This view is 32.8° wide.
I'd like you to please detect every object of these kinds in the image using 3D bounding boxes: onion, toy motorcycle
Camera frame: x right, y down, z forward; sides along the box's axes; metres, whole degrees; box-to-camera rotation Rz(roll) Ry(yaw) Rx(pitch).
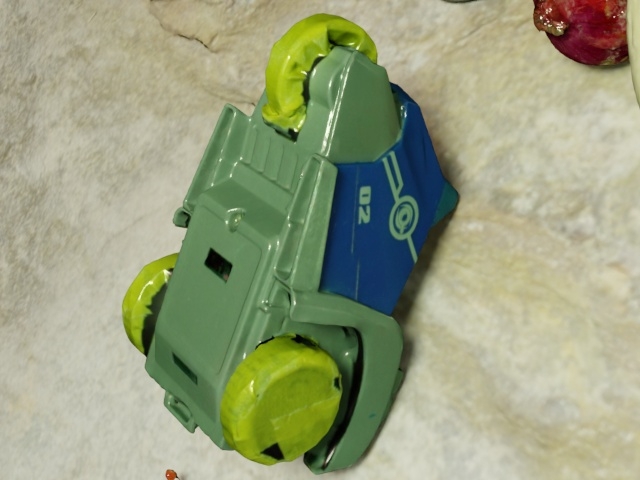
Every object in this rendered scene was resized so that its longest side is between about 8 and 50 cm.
[{"bbox_3d":[0.196,-0.176,0.790,0.097,0.107,0.107,-28,38,-22],"label":"onion"},{"bbox_3d":[0.000,0.000,0.841,0.191,0.200,0.326,35,107,47],"label":"toy motorcycle"}]

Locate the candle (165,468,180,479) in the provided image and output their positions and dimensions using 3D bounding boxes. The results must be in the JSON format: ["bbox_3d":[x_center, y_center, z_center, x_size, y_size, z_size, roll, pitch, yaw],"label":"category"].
[{"bbox_3d":[-0.134,0.261,0.933,0.052,0.052,0.130,-19,57,37],"label":"candle"}]

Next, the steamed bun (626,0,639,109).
[{"bbox_3d":[0.290,-0.114,0.627,0.200,0.155,0.250,-12,69,44],"label":"steamed bun"}]
